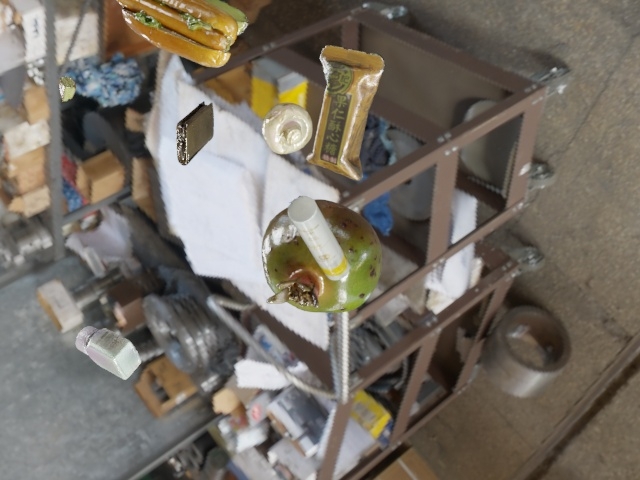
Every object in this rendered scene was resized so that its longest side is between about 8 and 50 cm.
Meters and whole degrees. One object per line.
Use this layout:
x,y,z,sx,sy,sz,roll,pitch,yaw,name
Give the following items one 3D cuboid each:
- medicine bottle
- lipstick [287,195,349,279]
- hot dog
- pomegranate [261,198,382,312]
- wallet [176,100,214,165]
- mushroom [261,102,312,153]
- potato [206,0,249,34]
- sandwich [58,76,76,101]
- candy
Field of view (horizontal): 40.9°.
-0.407,0.208,1.632,0.118,0.055,0.074,20,147,29,medicine bottle
0.000,0.000,1.685,0.059,0.059,0.264,38,170,30,lipstick
-0.235,-0.354,1.380,0.249,0.068,0.100,30,103,30,hot dog
0.000,0.070,1.988,0.291,0.323,0.291,3,140,2,pomegranate
-0.307,-0.268,2.117,0.031,0.198,0.110,7,117,10,wallet
-0.052,-0.177,1.364,0.067,0.083,0.083,-128,25,-50,mushroom
-0.232,-0.420,1.582,0.119,0.198,0.054,-96,25,-56,potato
-0.564,-0.343,1.906,0.083,0.031,0.044,-24,79,64,sandwich
0.046,-0.265,1.759,0.143,0.101,0.271,20,119,17,candy
